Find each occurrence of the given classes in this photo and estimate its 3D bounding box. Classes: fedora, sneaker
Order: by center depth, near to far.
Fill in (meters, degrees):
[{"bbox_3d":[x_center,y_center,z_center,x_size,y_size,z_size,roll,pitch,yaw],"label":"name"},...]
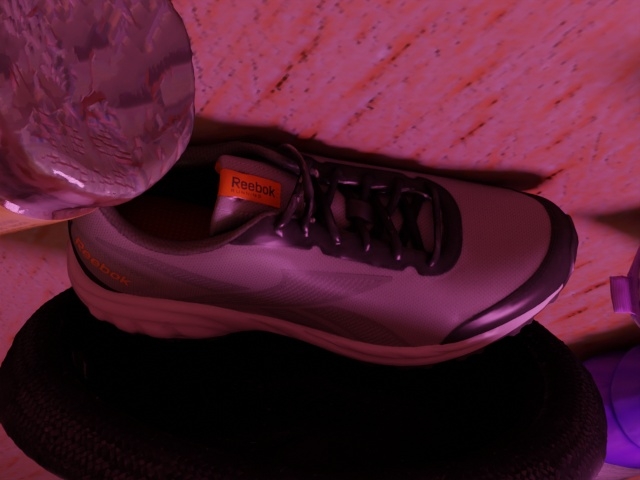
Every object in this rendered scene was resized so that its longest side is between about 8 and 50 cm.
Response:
[{"bbox_3d":[0.000,0.000,0.695,0.271,0.100,0.108,1,148,-1],"label":"sneaker"},{"bbox_3d":[-0.013,0.126,0.764,0.334,0.153,0.334,4,-155,-2],"label":"fedora"}]

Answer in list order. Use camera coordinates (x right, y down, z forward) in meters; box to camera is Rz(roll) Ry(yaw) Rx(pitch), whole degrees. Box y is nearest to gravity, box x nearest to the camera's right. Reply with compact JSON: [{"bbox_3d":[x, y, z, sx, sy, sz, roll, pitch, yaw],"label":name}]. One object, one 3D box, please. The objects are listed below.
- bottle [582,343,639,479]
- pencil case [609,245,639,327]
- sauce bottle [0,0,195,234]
[{"bbox_3d":[0.247,0.138,1.076,0.118,0.092,0.283,7,162,-11],"label":"bottle"},{"bbox_3d":[0.250,0.048,0.799,0.088,0.086,0.206,-22,151,29],"label":"pencil case"},{"bbox_3d":[-0.207,-0.043,0.579,0.344,0.111,0.111,-9,158,38],"label":"sauce bottle"}]
